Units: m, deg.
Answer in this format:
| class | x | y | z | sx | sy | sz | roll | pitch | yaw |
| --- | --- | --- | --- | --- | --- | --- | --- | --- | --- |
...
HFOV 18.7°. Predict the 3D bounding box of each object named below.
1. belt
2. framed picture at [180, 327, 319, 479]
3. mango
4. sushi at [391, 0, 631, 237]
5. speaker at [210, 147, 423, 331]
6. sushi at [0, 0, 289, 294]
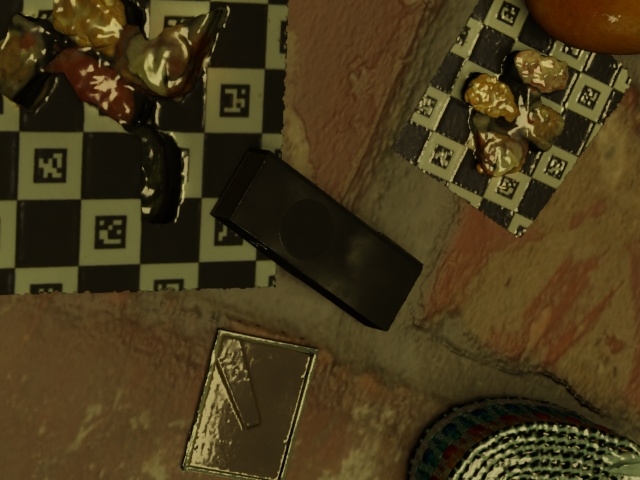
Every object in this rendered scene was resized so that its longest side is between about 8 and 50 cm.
| class | x | y | z | sx | sy | sz | roll | pitch | yaw |
| --- | --- | --- | --- | --- | --- | --- | --- | --- | --- |
| belt | 0.222 | 0.272 | 1.973 | 0.257 | 0.150 | 0.207 | 18 | 96 | -18 |
| framed picture | -0.070 | 0.168 | 1.939 | 0.109 | 0.011 | 0.149 | 13 | 97 | -19 |
| mango | 0.321 | -0.257 | 1.871 | 0.255 | 0.175 | 0.139 | -1 | 71 | 7 |
| sushi | 0.200 | -0.129 | 1.945 | 0.193 | 0.040 | 0.210 | 34 | 90 | -20 |
| speaker | 0.000 | 0.000 | 1.881 | 0.218 | 0.044 | 0.082 | 37 | 78 | -30 |
| sushi | -0.195 | -0.131 | 1.804 | 0.343 | 0.064 | 0.359 | -2 | 98 | -31 |
